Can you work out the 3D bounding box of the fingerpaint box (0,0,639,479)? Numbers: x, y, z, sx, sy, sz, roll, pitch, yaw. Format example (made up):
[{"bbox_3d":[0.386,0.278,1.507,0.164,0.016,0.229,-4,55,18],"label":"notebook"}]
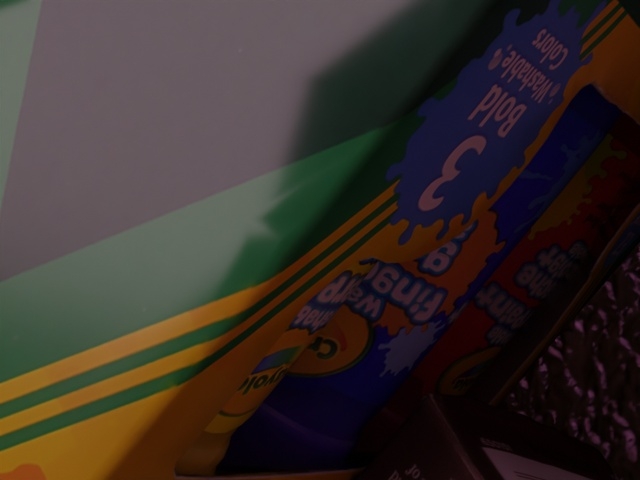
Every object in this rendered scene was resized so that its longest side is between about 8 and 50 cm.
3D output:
[{"bbox_3d":[0.000,0.000,0.743,0.163,0.445,0.371,43,99,19],"label":"fingerpaint box"}]

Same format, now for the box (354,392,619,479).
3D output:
[{"bbox_3d":[0.018,0.277,0.743,0.381,0.143,0.191,-50,44,18],"label":"box"}]
